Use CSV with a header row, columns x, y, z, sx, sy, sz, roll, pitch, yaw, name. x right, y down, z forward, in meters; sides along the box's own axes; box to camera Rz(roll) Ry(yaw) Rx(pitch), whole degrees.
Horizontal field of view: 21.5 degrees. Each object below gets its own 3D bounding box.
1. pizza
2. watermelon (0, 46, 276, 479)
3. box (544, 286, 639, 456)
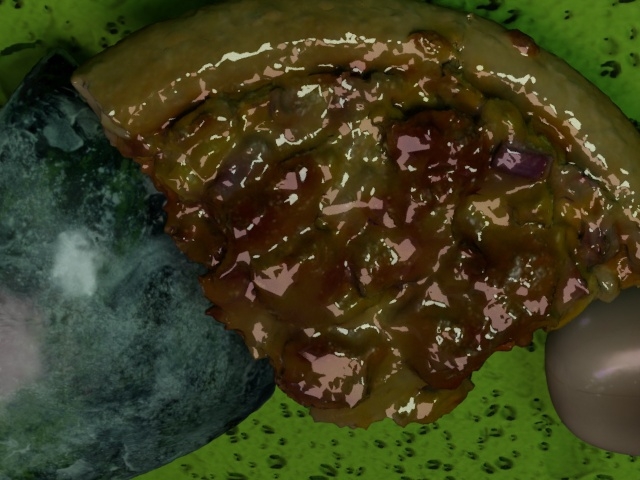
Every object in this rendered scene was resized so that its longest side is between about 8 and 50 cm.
x,y,z,sx,sy,sz,roll,pitch,yaw,name
0.036,-0.016,1.037,0.408,0.114,0.278,23,102,-9,pizza
-0.160,0.040,1.159,0.289,0.213,0.320,17,98,-21,watermelon
0.255,0.087,1.159,0.200,0.088,0.146,-1,135,11,box
